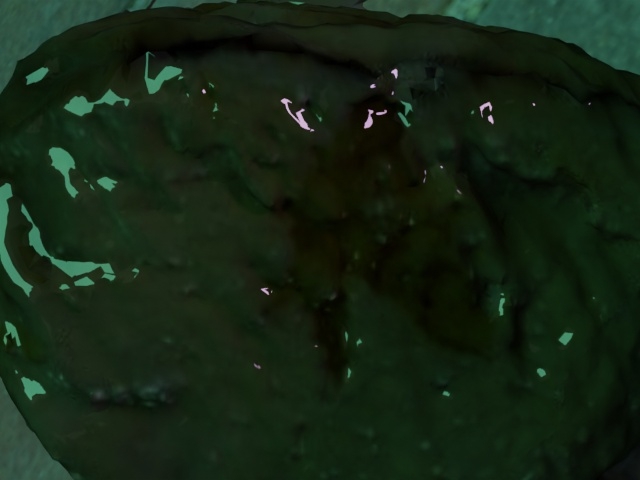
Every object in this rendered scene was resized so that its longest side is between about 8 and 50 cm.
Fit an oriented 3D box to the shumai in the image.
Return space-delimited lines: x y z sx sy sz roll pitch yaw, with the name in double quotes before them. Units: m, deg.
"shumai" 0.000 0.000 0.651 0.218 0.256 0.189 -123 43 -73
